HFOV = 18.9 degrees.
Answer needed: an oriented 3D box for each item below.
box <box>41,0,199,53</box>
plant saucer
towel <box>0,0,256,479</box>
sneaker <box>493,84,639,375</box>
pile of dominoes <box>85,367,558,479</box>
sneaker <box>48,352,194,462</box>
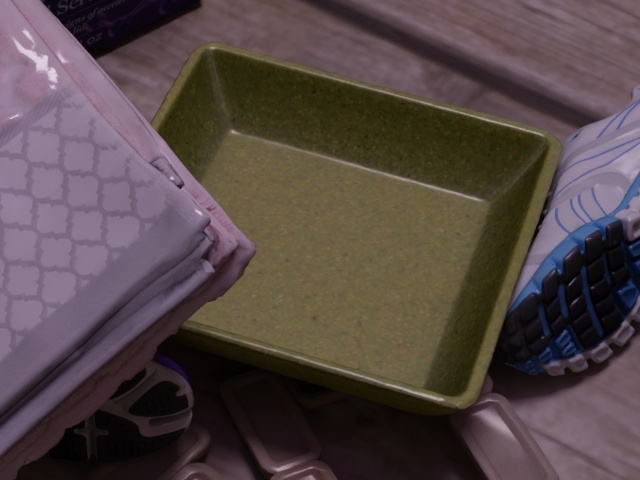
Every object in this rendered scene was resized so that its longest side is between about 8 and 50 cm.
[{"bbox_3d":[-0.139,-0.189,0.925,0.153,0.207,0.108,-30,63,-25],"label":"box"},{"bbox_3d":[0.000,0.000,0.890,0.188,0.045,0.188,16,45,9],"label":"plant saucer"},{"bbox_3d":[-0.244,0.003,0.787,0.332,0.053,0.317,-43,68,-4],"label":"towel"},{"bbox_3d":[0.131,-0.010,0.928,0.083,0.071,0.190,21,53,40],"label":"sneaker"},{"bbox_3d":[0.021,0.153,0.817,0.196,0.040,0.251,-18,50,-17],"label":"pile of dominoes"},{"bbox_3d":[-0.133,0.043,0.844,0.170,0.068,0.071,15,41,9],"label":"sneaker"}]
